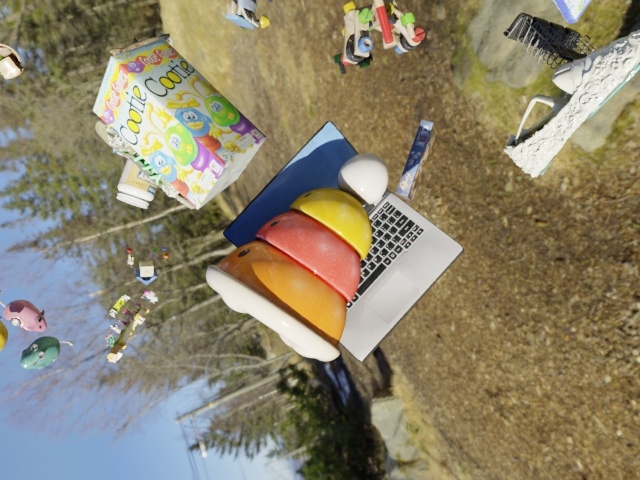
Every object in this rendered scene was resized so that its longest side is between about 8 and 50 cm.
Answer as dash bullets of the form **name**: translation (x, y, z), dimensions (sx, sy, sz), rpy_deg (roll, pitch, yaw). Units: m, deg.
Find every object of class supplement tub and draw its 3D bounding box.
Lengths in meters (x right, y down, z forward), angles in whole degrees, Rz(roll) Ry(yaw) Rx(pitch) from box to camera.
- **supplement tub**: translation (-0.715, -0.241, 2.110), dimensions (0.144, 0.144, 0.200), rpy_deg (156, 131, -78)

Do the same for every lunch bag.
- **lunch bag**: translation (0.493, -0.534, 1.065), dimensions (0.096, 0.128, 0.151), rpy_deg (4, 75, 48)

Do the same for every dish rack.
- **dish rack**: translation (0.588, -0.459, 1.291), dimensions (0.272, 0.208, 0.074), rpy_deg (-100, 24, -46)

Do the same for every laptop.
- **laptop**: translation (0.062, 0.005, 1.289), dimensions (0.408, 0.382, 0.236), rpy_deg (42, 177, 25)

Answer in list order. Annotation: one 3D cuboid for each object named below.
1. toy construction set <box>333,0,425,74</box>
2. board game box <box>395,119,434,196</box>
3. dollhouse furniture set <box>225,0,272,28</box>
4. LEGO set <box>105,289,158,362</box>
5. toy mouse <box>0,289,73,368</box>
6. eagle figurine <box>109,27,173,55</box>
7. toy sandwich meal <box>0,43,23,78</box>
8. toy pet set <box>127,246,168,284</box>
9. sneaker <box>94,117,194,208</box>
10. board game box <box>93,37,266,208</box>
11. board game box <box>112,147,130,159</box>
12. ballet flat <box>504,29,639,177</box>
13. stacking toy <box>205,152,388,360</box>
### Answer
- **toy construction set**: translation (0.151, -0.635, 1.474), dimensions (0.309, 0.257, 0.237), rpy_deg (-113, 6, -82)
- **board game box**: translation (0.314, -0.255, 1.737), dimensions (0.165, 0.042, 0.243), rpy_deg (3, -74, -74)
- **dollhouse furniture set**: translation (-0.190, -0.837, 1.667), dimensions (0.303, 0.198, 0.287), rpy_deg (-21, -59, -74)
- **LEGO set**: translation (-0.696, 0.289, 1.867), dimensions (0.107, 0.287, 0.132), rpy_deg (41, 140, -19)
- **toy mouse**: translation (-0.408, 0.127, 0.749), dimensions (0.143, 0.031, 0.161), rpy_deg (28, -161, -47)
- **eagle figurine**: translation (-0.437, -0.400, 1.453), dimensions (0.226, 0.225, 0.298), rpy_deg (37, 158, 49)
- **toy sandwich meal**: translation (-0.766, -0.430, 1.282), dimensions (0.029, 0.085, 0.086), rpy_deg (-114, 10, -48)
- **toy pet set**: translation (-0.536, 0.079, 1.657), dimensions (0.114, 0.122, 0.065), rpy_deg (-124, 39, -51)
- **sneaker**: translation (-0.418, -0.209, 1.409), dimensions (0.182, 0.158, 0.410), rpy_deg (56, -175, 25)
- **board game box**: translation (-0.268, -0.224, 1.018), dimensions (0.275, 0.144, 0.142), rpy_deg (43, 134, -2)
- **board game box**: translation (-0.634, -0.329, 1.948), dimensions (0.201, 0.136, 0.035), rpy_deg (21, -128, -53)
- **ballet flat**: translation (0.538, -0.298, 1.166), dimensions (0.147, 0.146, 0.409), rpy_deg (64, 152, 25)
- **stacking toy**: translation (0.000, 0.000, 1.226), dimensions (0.350, 0.480, 0.350), rpy_deg (32, 169, 7)
